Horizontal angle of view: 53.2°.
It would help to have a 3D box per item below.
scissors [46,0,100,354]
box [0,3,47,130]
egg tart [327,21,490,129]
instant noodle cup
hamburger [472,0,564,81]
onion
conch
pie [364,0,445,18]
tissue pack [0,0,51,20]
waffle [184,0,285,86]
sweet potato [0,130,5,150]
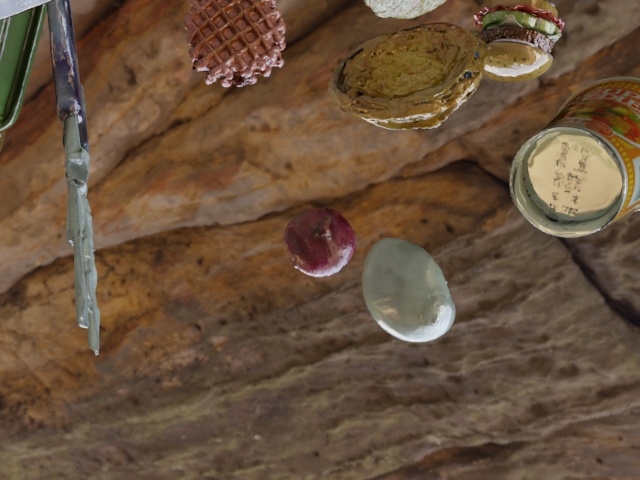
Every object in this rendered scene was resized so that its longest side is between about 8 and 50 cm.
[{"bbox_3d":[-0.249,-0.073,0.648,0.029,0.383,0.256,-5,150,-17],"label":"scissors"},{"bbox_3d":[-0.545,-0.300,0.811,0.178,0.329,0.252,-31,142,-72],"label":"box"},{"bbox_3d":[0.161,-0.285,1.147,0.291,0.107,0.290,-11,-133,12],"label":"egg tart"},{"bbox_3d":[0.295,-0.082,0.693,0.185,0.168,0.168,-26,174,-46],"label":"instant noodle cup"},{"bbox_3d":[0.364,-0.371,1.205,0.175,0.175,0.137,178,-75,-75],"label":"hamburger"},{"bbox_3d":[0.000,0.000,0.925,0.107,0.107,0.097,-49,162,-28],"label":"onion"},{"bbox_3d":[0.164,0.097,1.240,0.185,0.221,0.121,-54,163,25],"label":"conch"},{"bbox_3d":[0.178,-0.566,1.354,0.201,0.090,0.248,-26,156,12],"label":"pie"},{"bbox_3d":[-0.194,-0.180,0.392,0.111,0.085,0.079,-25,163,-7],"label":"tissue pack"},{"bbox_3d":[-0.064,-0.156,0.477,0.029,0.075,0.083,105,-15,-81],"label":"waffle"},{"bbox_3d":[-0.670,-0.254,1.216,0.369,0.158,0.158,-62,-177,20],"label":"sweet potato"}]
